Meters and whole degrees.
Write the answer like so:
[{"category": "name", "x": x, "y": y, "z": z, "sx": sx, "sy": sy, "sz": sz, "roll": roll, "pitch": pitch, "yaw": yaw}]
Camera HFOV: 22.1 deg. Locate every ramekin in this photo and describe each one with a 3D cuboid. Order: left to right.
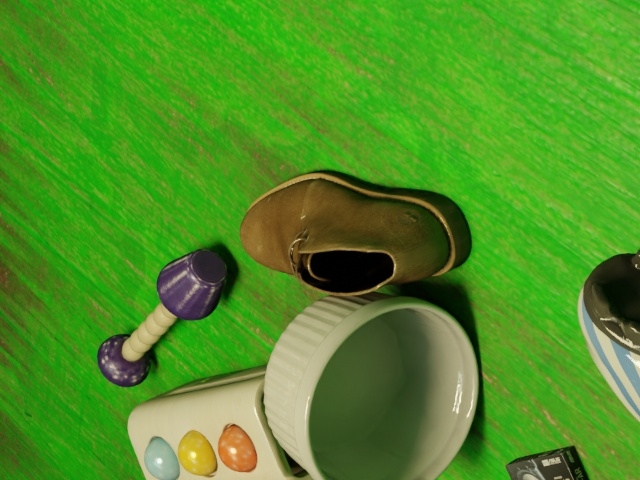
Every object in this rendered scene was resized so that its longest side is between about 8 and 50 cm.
[{"category": "ramekin", "x": 0.041, "y": 0.145, "z": 1.598, "sx": 0.109, "sy": 0.207, "sz": 0.207, "roll": 21, "pitch": 125, "yaw": 52}]

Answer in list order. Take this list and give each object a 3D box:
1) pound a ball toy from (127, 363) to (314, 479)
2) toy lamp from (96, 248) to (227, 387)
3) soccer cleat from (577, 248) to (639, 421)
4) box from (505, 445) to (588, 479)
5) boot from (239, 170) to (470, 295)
[{"category": "pound a ball toy", "x": -0.074, "y": 0.256, "z": 1.841, "sx": 0.319, "sy": 0.136, "sz": 0.208, "roll": -16, "pitch": 97, "yaw": 52}, {"category": "toy lamp", "x": -0.184, "y": 0.091, "z": 1.930, "sx": 0.080, "sy": 0.080, "sz": 0.274, "roll": 56, "pitch": 142, "yaw": 12}, {"category": "soccer cleat", "x": 0.335, "y": 0.143, "z": 1.327, "sx": 0.331, "sy": 0.116, "sz": 0.143, "roll": 50, "pitch": 166, "yaw": 31}, {"category": "box", "x": 0.223, "y": 0.236, "z": 1.577, "sx": 0.083, "sy": 0.018, "sz": 0.067, "roll": -23, "pitch": 92, "yaw": 52}, {"category": "boot", "x": 0.000, "y": 0.000, "z": 1.637, "sx": 0.305, "sy": 0.115, "sz": 0.112, "roll": 2, "pitch": 112, "yaw": 50}]
